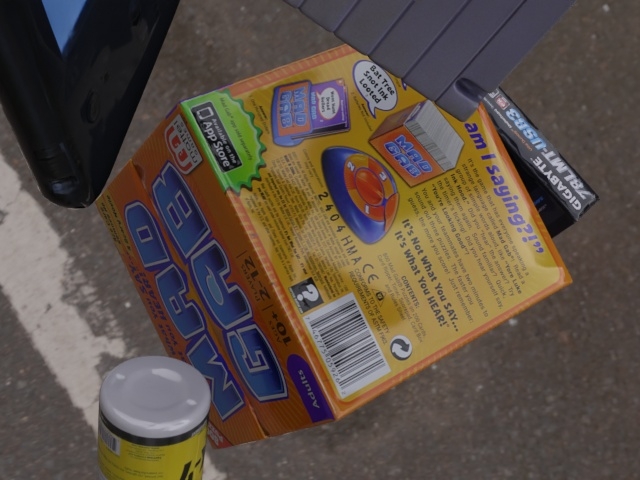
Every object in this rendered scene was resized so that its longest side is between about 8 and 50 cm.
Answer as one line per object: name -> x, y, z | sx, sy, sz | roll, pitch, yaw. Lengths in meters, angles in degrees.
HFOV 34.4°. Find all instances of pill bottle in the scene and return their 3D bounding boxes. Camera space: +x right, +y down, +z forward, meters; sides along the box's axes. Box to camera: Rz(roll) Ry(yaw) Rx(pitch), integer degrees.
pill bottle -> -0.187, 0.241, 1.141 | 0.119, 0.209, 0.119 | 7, 33, -4

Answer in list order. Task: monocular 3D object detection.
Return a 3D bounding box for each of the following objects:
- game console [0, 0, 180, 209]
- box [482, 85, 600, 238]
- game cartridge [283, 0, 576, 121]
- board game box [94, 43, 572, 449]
game console -> -0.115, -0.253, 0.517 | 0.060, 0.387, 0.342 | 5, 58, 6
box -> 0.214, -0.097, 1.514 | 0.293, 0.295, 0.073 | 48, 59, 2
game cartridge -> 0.136, -0.284, 0.824 | 0.230, 0.355, 0.068 | 34, 35, -11
board game box -> 0.000, 0.000, 1.251 | 0.356, 0.356, 0.357 | -25, 87, -30
